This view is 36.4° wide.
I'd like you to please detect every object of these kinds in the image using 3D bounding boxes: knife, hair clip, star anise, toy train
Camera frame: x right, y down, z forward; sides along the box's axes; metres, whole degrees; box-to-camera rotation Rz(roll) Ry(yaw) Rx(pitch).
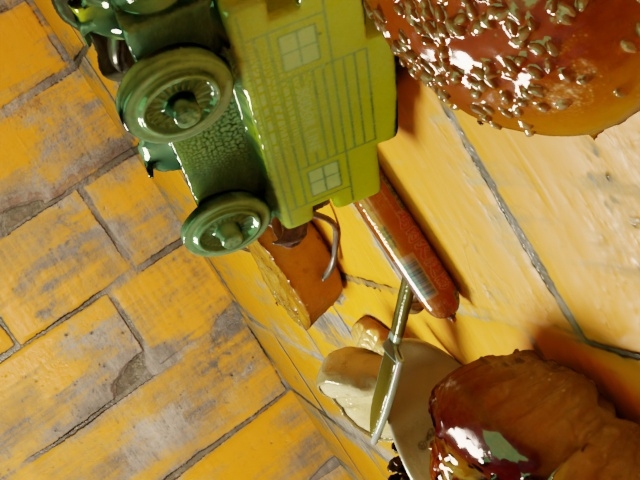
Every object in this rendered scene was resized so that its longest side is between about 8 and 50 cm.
[{"bbox_3d":[0.099,0.157,1.349,0.061,0.027,0.343,-106,21,-52],"label":"knife"},{"bbox_3d":[0.186,0.269,1.410,0.113,0.172,0.282,55,-175,-47],"label":"hair clip"},{"bbox_3d":[0.000,0.000,1.535,0.227,0.148,0.218,32,146,-33],"label":"star anise"},{"bbox_3d":[-0.062,-0.150,0.954,0.442,0.272,0.179,78,168,-62],"label":"toy train"}]

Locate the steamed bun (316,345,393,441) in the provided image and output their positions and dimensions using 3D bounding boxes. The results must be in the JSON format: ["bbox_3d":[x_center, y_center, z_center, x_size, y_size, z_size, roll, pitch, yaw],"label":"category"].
[{"bbox_3d":[0.104,0.241,1.612,0.212,0.110,0.231,35,148,-22],"label":"steamed bun"}]

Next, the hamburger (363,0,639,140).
[{"bbox_3d":[0.117,-0.160,0.559,0.237,0.147,0.237,48,165,18],"label":"hamburger"}]

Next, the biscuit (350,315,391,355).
[{"bbox_3d":[0.127,0.248,1.801,0.204,0.040,0.309,42,162,45],"label":"biscuit"}]

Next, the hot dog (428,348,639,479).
[{"bbox_3d":[0.267,0.296,1.095,0.367,0.196,0.365,46,161,26],"label":"hot dog"}]

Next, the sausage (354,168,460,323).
[{"bbox_3d":[0.076,-0.041,1.219,0.347,0.053,0.053,56,167,-5],"label":"sausage"}]

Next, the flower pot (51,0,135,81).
[{"bbox_3d":[-0.233,-0.357,1.184,0.302,0.213,0.302,51,168,16],"label":"flower pot"}]

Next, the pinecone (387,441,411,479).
[{"bbox_3d":[0.188,0.399,1.697,0.163,0.163,0.165,41,159,48],"label":"pinecone"}]

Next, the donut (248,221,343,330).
[{"bbox_3d":[-0.063,0.024,1.768,0.277,0.108,0.277,51,167,16],"label":"donut"}]

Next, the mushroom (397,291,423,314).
[{"bbox_3d":[0.089,-0.012,1.300,0.068,0.043,0.306,13,138,41],"label":"mushroom"}]
